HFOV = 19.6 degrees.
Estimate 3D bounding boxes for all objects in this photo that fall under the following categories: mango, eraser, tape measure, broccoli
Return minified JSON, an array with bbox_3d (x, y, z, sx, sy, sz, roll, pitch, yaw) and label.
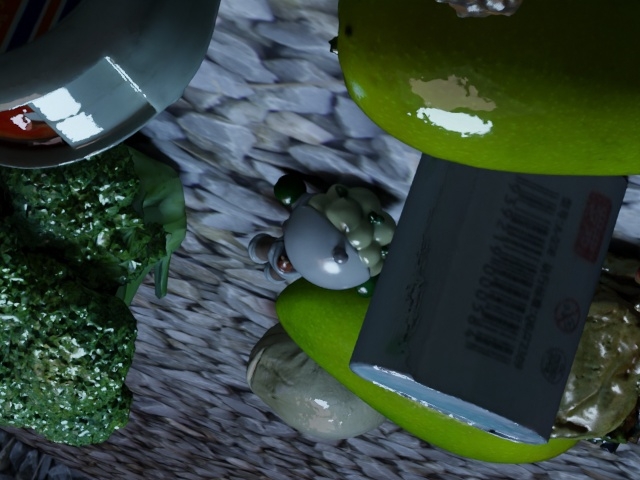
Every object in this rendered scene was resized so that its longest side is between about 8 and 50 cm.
[{"bbox_3d":[0.116,0.121,1.894,0.343,0.156,0.192,24,154,-1],"label":"mango"},{"bbox_3d":[0.133,0.024,1.448,0.174,0.227,0.081,24,166,-15],"label":"eraser"},{"bbox_3d":[0.152,-0.113,1.175,0.293,0.143,0.175,10,157,-3],"label":"mango"},{"bbox_3d":[-0.182,-0.159,1.218,0.246,0.243,0.125,12,162,27],"label":"tape measure"},{"bbox_3d":[-0.289,0.022,1.824,0.321,0.310,0.413,8,125,18],"label":"broccoli"}]

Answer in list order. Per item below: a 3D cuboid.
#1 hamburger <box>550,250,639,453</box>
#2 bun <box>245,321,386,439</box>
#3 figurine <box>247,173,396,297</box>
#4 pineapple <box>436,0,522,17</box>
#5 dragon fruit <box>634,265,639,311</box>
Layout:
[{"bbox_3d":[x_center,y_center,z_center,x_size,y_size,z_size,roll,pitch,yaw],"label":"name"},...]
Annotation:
[{"bbox_3d":[0.218,0.083,1.669,0.206,0.183,0.130,15,-156,3],"label":"hamburger"},{"bbox_3d":[0.004,0.146,2.156,0.173,0.113,0.166,7,-151,-11],"label":"bun"},{"bbox_3d":[0.001,-0.001,1.768,0.147,0.093,0.197,49,163,-15],"label":"figurine"},{"bbox_3d":[0.019,-0.220,1.025,0.248,0.128,0.128,26,162,-6],"label":"pineapple"},{"bbox_3d":[0.325,0.098,1.501,0.205,0.152,0.317,40,166,14],"label":"dragon fruit"}]
